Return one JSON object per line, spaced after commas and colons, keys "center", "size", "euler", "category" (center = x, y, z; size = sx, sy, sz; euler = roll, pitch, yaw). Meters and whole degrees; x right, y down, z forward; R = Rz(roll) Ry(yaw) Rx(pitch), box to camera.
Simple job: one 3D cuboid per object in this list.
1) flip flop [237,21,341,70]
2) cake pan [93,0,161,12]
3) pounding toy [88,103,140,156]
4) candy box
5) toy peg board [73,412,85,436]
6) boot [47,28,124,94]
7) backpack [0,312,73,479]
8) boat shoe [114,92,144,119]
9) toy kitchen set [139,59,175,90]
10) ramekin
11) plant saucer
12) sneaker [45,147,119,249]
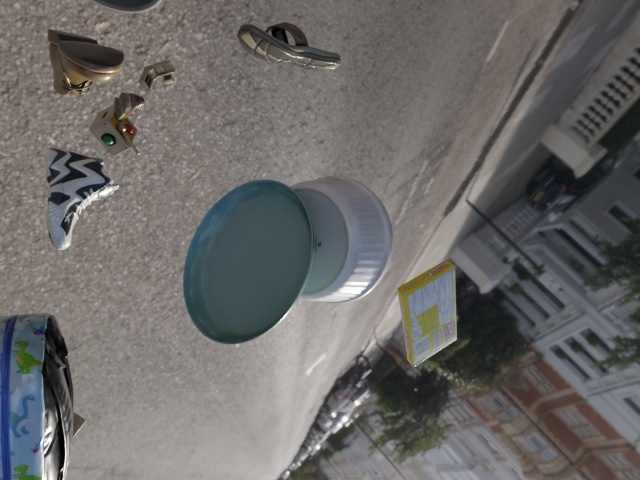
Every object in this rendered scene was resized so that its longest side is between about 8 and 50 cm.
{"center": [-0.067, -0.460, 1.198], "size": [0.276, 0.112, 0.080], "euler": [0, 97, -35], "category": "flip flop"}
{"center": [-0.361, -0.507, 0.814], "size": [0.293, 0.293, 0.054], "euler": [104, 8, -63], "category": "cake pan"}
{"center": [-0.632, -0.336, 1.609], "size": [0.100, 0.141, 0.130], "euler": [-22, 130, 16], "category": "pounding toy"}
{"center": [0.193, 0.134, 0.908], "size": [0.105, 0.027, 0.206], "euler": [-29, 133, -16], "category": "candy box"}
{"center": [-0.652, 0.432, 1.161], "size": [0.161, 0.161, 0.079], "euler": [-58, -172, -35], "category": "toy peg board"}
{"center": [-0.455, -0.325, 0.986], "size": [0.112, 0.305, 0.115], "euler": [0, 113, -38], "category": "boot"}
{"center": [-0.540, 0.295, 0.883], "size": [0.273, 0.290, 0.356], "euler": [17, 111, -24], "category": "backpack"}
{"center": [-0.544, -0.378, 1.453], "size": [0.060, 0.064, 0.178], "euler": [-9, -172, -32], "category": "boat shoe"}
{"center": [-0.458, -0.461, 1.475], "size": [0.083, 0.075, 0.068], "euler": [-9, 141, 16], "category": "toy kitchen set"}
{"center": [0.000, 0.000, 1.038], "size": [0.273, 0.273, 0.127], "euler": [-50, 157, 24], "category": "ramekin"}
{"center": [-0.134, 0.039, 0.970], "size": [0.317, 0.318, 0.043], "euler": [-46, 143, 12], "category": "plant saucer"}
{"center": [-0.534, -0.095, 1.164], "size": [0.152, 0.235, 0.094], "euler": [-1, 156, -30], "category": "sneaker"}
